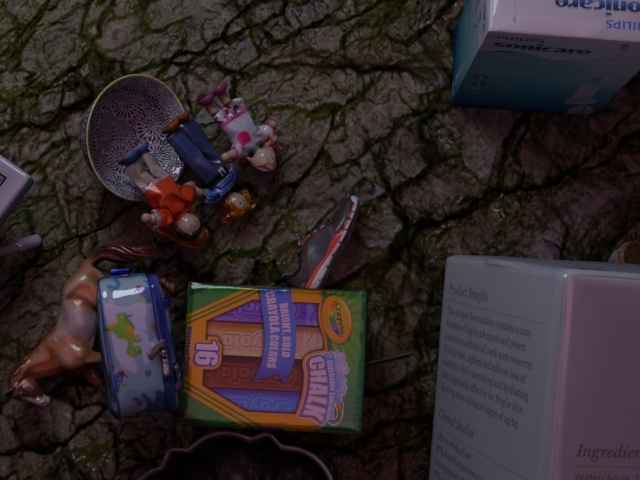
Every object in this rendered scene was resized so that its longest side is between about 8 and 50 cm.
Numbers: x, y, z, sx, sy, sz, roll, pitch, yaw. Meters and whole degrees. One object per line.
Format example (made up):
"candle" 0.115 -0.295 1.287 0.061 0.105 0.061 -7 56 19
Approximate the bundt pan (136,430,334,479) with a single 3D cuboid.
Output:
"bundt pan" -0.097 0.404 1.309 0.330 0.124 0.331 -1 82 4

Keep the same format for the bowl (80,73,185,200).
"bowl" -0.269 -0.140 1.412 0.170 0.080 0.170 -6 98 -45

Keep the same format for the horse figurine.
"horse figurine" -0.300 0.111 1.392 0.174 0.066 0.263 17 83 -5

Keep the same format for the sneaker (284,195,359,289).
"sneaker" 0.000 0.000 1.423 0.064 0.061 0.158 27 79 11

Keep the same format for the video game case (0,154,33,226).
"video game case" -0.583 -0.049 1.302 0.329 0.036 0.300 34 80 4

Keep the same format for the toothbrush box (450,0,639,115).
"toothbrush box" 0.300 -0.269 1.355 0.216 0.295 0.126 4 81 0

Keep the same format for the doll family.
"doll family" -0.166 -0.083 1.392 0.163 0.118 0.263 54 52 -11

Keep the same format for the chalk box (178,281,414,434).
"chalk box" -0.026 0.158 1.334 0.288 0.180 0.179 4 80 0

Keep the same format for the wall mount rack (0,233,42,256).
"wall mount rack" -0.569 -0.026 1.381 0.304 0.130 0.350 -28 83 -2

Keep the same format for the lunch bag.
"lunch bag" -0.228 0.121 1.262 0.090 0.219 0.176 -9 89 -14

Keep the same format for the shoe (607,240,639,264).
"shoe" 0.483 0.091 1.427 0.076 0.058 0.219 -40 88 -27

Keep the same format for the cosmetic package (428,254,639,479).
"cosmetic package" 0.334 0.226 1.198 0.327 0.329 0.394 4 92 -14
